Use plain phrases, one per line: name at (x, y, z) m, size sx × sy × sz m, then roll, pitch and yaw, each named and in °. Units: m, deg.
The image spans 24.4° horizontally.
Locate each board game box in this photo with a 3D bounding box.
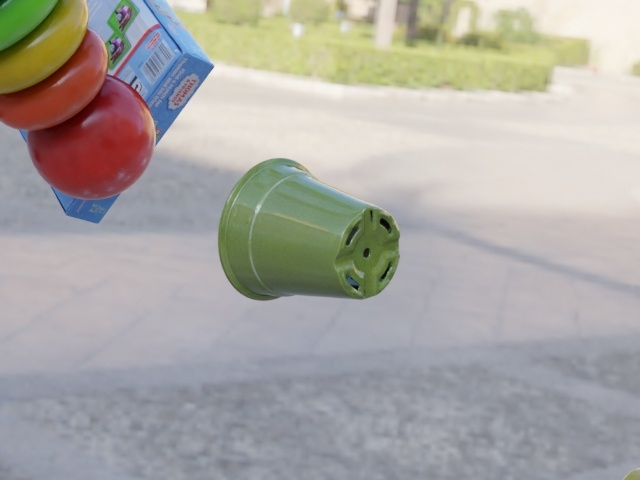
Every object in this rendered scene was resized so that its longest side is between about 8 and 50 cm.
board game box at (-0.183, -0.141, 1.167) m, size 0.039 × 0.160 × 0.211 m, roll 18°, pitch 28°, yaw -47°

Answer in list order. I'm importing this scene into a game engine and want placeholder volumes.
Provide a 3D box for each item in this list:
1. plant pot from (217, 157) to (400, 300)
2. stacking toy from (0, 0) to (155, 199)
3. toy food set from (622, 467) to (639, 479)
plant pot at (0.000, 0.000, 0.821) m, size 0.079 × 0.083 × 0.083 m, roll 13°, pitch 9°, yaw 44°
stacking toy at (-0.205, -0.150, 0.949) m, size 0.141 × 0.141 × 0.330 m, roll 14°, pitch -32°, yaw 42°
toy food set at (0.295, 0.233, 1.017) m, size 0.128 × 0.071 × 0.218 m, roll 2°, pitch 18°, yaw -43°
